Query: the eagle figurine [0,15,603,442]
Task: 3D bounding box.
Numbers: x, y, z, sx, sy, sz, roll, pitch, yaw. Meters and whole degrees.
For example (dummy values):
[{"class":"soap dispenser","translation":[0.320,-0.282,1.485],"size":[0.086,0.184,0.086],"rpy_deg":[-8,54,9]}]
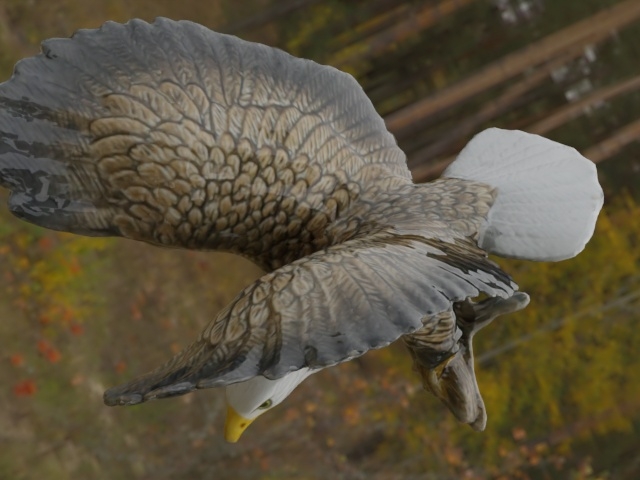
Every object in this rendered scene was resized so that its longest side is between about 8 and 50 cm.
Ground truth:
[{"class":"eagle figurine","translation":[-0.004,0.010,0.835],"size":[0.298,0.226,0.225],"rpy_deg":[32,62,-52]}]
